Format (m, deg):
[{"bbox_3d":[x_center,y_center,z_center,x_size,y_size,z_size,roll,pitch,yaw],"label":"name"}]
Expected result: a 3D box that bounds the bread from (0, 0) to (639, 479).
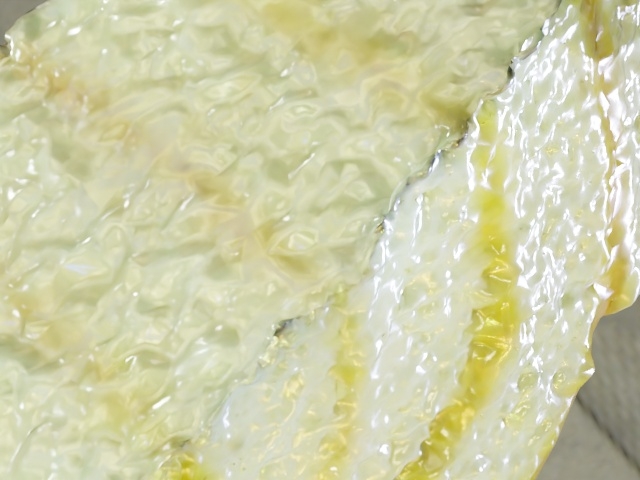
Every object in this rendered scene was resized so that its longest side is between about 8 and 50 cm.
[{"bbox_3d":[0.008,-0.004,0.797,0.395,0.239,0.264,-47,138,-5],"label":"bread"}]
